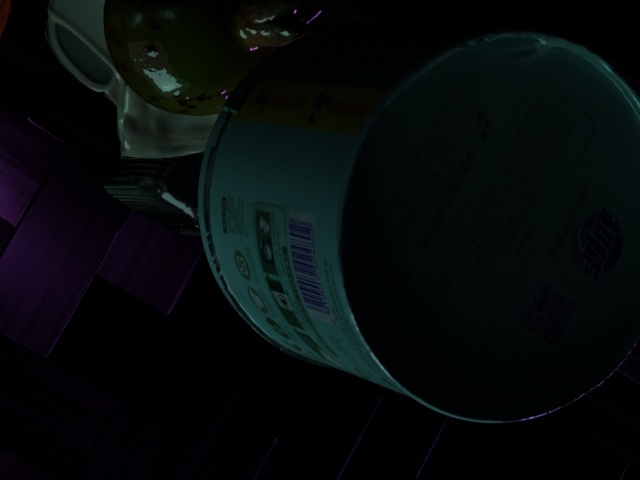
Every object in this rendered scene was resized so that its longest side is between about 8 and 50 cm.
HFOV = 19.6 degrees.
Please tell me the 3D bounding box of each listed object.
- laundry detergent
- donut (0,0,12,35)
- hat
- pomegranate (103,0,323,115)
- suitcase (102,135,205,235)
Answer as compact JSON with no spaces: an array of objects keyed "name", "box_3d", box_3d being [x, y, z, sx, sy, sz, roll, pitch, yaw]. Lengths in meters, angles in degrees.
[{"name":"laundry detergent","box_3d":[0.071,-0.026,1.441,0.287,0.287,0.305,32,172,-26]},{"name":"donut","box_3d":[-0.545,-0.289,2.060,0.435,0.163,0.378,10,-175,-35]},{"name":"hat","box_3d":[-0.160,-0.204,1.801,0.164,0.226,0.219,-11,166,-25]},{"name":"pomegranate","box_3d":[-0.095,-0.187,1.589,0.205,0.159,0.159,-5,153,36]},{"name":"suitcase","box_3d":[-0.130,-0.107,2.019,0.128,0.202,0.312,30,173,-18]}]
